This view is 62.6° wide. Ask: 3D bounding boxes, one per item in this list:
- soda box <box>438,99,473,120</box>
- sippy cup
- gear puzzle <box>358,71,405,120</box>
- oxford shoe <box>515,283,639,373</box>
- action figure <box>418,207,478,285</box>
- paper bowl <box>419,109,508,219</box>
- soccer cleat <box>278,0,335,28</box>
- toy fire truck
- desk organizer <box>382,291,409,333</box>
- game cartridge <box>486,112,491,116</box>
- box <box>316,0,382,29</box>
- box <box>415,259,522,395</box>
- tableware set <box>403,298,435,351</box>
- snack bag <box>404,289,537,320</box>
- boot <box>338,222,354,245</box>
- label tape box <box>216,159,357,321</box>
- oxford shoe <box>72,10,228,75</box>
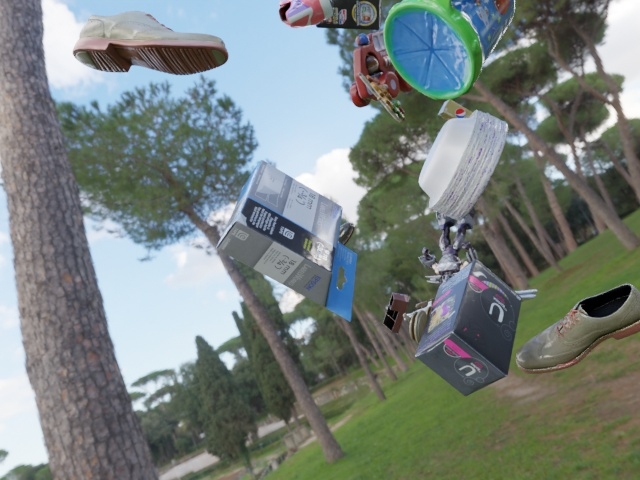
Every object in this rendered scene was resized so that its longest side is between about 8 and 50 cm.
[{"bbox_3d":[0.544,-0.463,1.999,0.058,0.181,0.061,-63,7,-1],"label":"soda box"},{"bbox_3d":[0.294,-0.467,1.140,0.224,0.240,0.305,-46,12,-19],"label":"sippy cup"},{"bbox_3d":[0.181,-0.411,1.478,0.044,0.175,0.339,-40,2,15],"label":"gear puzzle"},{"bbox_3d":[0.637,0.214,1.322,0.348,0.123,0.130,-35,-59,16],"label":"oxford shoe"},{"bbox_3d":[0.388,0.020,1.572,0.185,0.285,0.099,-6,-30,35],"label":"action figure"},{"bbox_3d":[0.365,-0.209,1.399,0.284,0.148,0.284,24,-90,-87],"label":"paper bowl"},{"bbox_3d":[-0.064,-0.596,1.330,0.116,0.318,0.108,-28,-59,-3],"label":"soccer cleat"},{"bbox_3d":[0.213,-0.660,1.999,0.169,0.253,0.302,-6,20,41],"label":"toy fire truck"},{"bbox_3d":[0.248,0.239,1.738,0.050,0.047,0.130,12,-66,-4],"label":"desk organizer"},{"bbox_3d":[0.526,-0.382,1.721,0.083,0.056,0.017,-31,-35,0],"label":"game cartridge"},{"bbox_3d":[0.084,-0.806,1.652,0.216,0.060,0.270,8,-40,12],"label":"box"},{"bbox_3d":[0.365,0.206,1.276,0.143,0.165,0.270,-48,6,44],"label":"box"},{"bbox_3d":[0.275,0.221,1.399,0.039,0.128,0.194,0,1,31],"label":"tableware set"},{"bbox_3d":[0.468,0.209,1.696,0.323,0.037,0.342,-4,-16,-9],"label":"snack bag"},{"bbox_3d":[0.000,0.000,1.632,0.219,0.082,0.106,-42,-60,4],"label":"boot"},{"bbox_3d":[-0.034,-0.004,1.166,0.106,0.334,0.240,-49,18,35],"label":"label tape box"},{"bbox_3d":[-0.422,-0.511,1.318,0.397,0.146,0.140,5,-14,4],"label":"oxford shoe"}]
